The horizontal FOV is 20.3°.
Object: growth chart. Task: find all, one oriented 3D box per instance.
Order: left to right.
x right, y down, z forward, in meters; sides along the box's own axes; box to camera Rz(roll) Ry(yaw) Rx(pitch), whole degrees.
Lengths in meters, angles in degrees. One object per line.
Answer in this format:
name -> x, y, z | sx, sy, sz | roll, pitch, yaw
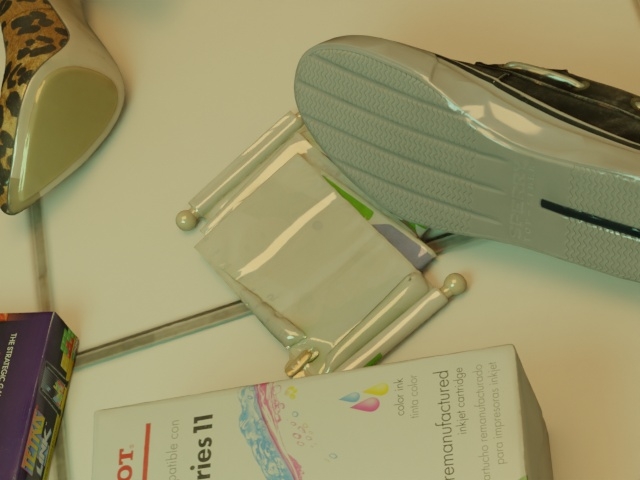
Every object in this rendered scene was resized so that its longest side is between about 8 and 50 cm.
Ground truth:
growth chart -> 0.000, 0.000, 1.307 | 0.172, 0.021, 0.237 | -35, 53, -5

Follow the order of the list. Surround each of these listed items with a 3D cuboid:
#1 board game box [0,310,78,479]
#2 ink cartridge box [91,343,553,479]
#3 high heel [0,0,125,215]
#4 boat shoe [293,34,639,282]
board game box -> -0.263, 0.136, 1.297 | 0.141, 0.048, 0.170 | -4, 57, 19
ink cartridge box -> -0.032, 0.203, 1.121 | 0.353, 0.119, 0.207 | -11, 55, 13
high heel -> -0.246, -0.139, 1.469 | 0.186, 0.093, 0.261 | 3, 66, 43
boat shoe -> 0.140, -0.065, 1.254 | 0.335, 0.121, 0.119 | 26, 38, 25
